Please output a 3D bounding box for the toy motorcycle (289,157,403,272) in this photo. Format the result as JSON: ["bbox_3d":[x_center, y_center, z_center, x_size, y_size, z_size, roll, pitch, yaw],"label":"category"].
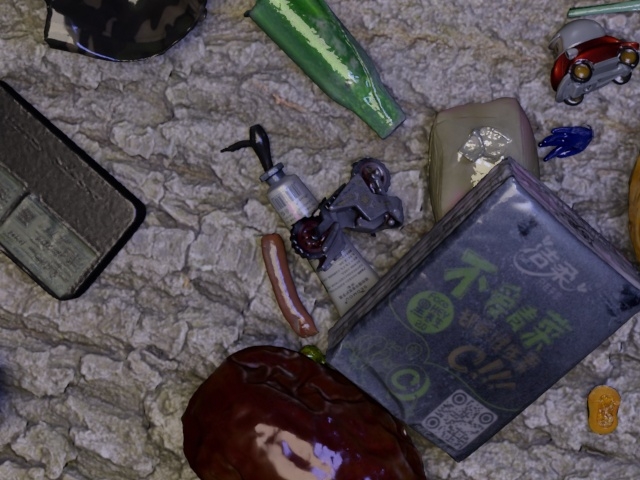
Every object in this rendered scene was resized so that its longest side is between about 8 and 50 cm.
[{"bbox_3d":[0.047,-0.030,1.807,0.122,0.080,0.215,47,62,-5],"label":"toy motorcycle"}]

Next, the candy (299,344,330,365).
[{"bbox_3d":[0.024,0.197,1.873,0.123,0.035,0.035,16,105,-3],"label":"candy"}]

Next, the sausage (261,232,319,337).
[{"bbox_3d":[-0.053,0.072,1.866,0.047,0.040,0.176,-20,90,1],"label":"sausage"}]

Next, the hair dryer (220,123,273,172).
[{"bbox_3d":[-0.118,-0.140,1.876,0.083,0.031,0.079,-12,100,21],"label":"hair dryer"}]

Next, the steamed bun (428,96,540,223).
[{"bbox_3d":[0.245,-0.094,1.765,0.170,0.152,0.238,-4,90,8],"label":"steamed bun"}]

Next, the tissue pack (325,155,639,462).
[{"bbox_3d":[0.239,0.111,1.716,0.288,0.124,0.394,38,112,-15],"label":"tissue pack"}]

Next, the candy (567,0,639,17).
[{"bbox_3d":[0.541,-0.360,1.765,0.335,0.092,0.093,-5,108,15],"label":"candy"}]

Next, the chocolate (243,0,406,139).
[{"bbox_3d":[0.019,-0.279,1.814,0.110,0.110,0.291,-42,90,7],"label":"chocolate"}]

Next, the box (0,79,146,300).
[{"bbox_3d":[-0.471,-0.082,1.902,0.350,0.058,0.211,42,99,3],"label":"box"}]

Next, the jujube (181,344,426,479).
[{"bbox_3d":[-0.021,0.326,1.767,0.377,0.276,0.276,32,96,9],"label":"jujube"}]

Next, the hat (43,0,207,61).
[{"bbox_3d":[-0.326,-0.503,1.839,0.366,0.257,0.381,-41,51,22],"label":"hat"}]

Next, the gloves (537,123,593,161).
[{"bbox_3d":[0.374,-0.149,1.796,0.086,0.026,0.064,-10,136,-17],"label":"gloves"}]

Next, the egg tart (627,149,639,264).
[{"bbox_3d":[0.662,-0.048,1.706,0.443,0.178,0.443,1,95,6],"label":"egg tart"}]

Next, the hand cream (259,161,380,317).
[{"bbox_3d":[0.000,0.000,1.852,0.095,0.059,0.276,-35,95,6],"label":"hand cream"}]

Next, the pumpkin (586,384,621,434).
[{"bbox_3d":[0.436,0.259,1.822,0.050,0.028,0.083,4,102,5],"label":"pumpkin"}]

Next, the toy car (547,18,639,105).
[{"bbox_3d":[0.402,-0.280,1.770,0.139,0.112,0.112,-21,74,-2],"label":"toy car"}]
